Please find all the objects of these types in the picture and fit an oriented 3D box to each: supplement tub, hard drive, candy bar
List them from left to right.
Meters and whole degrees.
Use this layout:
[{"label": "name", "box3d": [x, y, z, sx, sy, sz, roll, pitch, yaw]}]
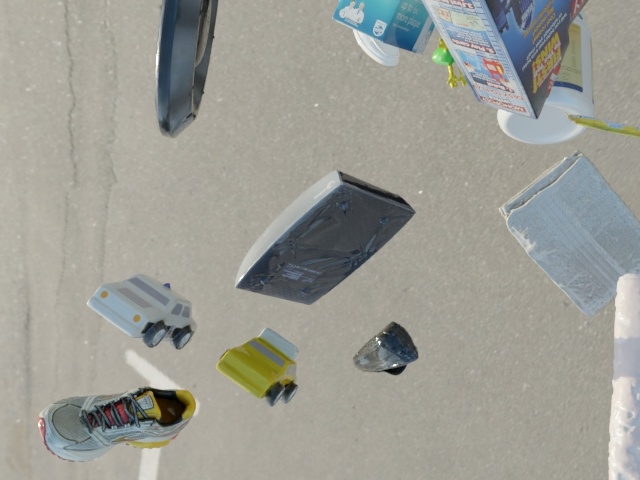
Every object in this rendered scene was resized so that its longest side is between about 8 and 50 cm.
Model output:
[{"label": "hard drive", "box3d": [0.000, 0.000, 1.068, 0.254, 0.172, 0.054, -43, 48, 32]}, {"label": "supplement tub", "box3d": [0.562, -0.427, 1.782, 0.228, 0.228, 0.316, -12, 62, 40]}, {"label": "candy bar", "box3d": [0.534, -0.214, 1.326, 0.161, 0.040, 0.018, 11, 114, -2]}]

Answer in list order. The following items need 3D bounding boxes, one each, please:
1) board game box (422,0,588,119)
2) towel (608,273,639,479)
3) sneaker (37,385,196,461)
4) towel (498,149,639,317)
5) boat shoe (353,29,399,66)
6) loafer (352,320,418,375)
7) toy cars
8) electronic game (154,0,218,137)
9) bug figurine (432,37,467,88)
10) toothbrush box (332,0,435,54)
[{"label": "board game box", "box3d": [0.150, -0.194, 0.519, 0.060, 0.194, 0.194, 28, 161, 34]}, {"label": "towel", "box3d": [0.611, 0.225, 1.078, 0.317, 0.053, 0.332, 4, 74, 18]}, {"label": "sneaker", "box3d": [-0.267, 0.230, 0.951, 0.093, 0.225, 0.088, -43, 61, 31]}, {"label": "towel", "box3d": [0.475, -0.008, 1.281, 0.187, 0.049, 0.282, -41, 101, 20]}, {"label": "boat shoe", "box3d": [0.142, -0.598, 1.925, 0.277, 0.098, 0.096, 61, 142, 16]}, {"label": "loafer", "box3d": [0.111, 0.204, 1.239, 0.078, 0.076, 0.223, 47, 159, 7]}, {"label": "toy cars", "box3d": [-0.149, 0.132, 1.008, 0.087, 0.393, 0.176, -57, 35, -3]}, {"label": "electronic game", "box3d": [-0.133, -0.215, 0.703, 0.048, 0.229, 0.229, 9, 121, -6]}, {"label": "bug figurine", "box3d": [0.270, -0.369, 1.107, 0.216, 0.072, 0.279, -15, 123, 6]}, {"label": "toothbrush box", "box3d": [0.172, -0.527, 1.365, 0.126, 0.216, 0.295, 31, 109, 22]}]
